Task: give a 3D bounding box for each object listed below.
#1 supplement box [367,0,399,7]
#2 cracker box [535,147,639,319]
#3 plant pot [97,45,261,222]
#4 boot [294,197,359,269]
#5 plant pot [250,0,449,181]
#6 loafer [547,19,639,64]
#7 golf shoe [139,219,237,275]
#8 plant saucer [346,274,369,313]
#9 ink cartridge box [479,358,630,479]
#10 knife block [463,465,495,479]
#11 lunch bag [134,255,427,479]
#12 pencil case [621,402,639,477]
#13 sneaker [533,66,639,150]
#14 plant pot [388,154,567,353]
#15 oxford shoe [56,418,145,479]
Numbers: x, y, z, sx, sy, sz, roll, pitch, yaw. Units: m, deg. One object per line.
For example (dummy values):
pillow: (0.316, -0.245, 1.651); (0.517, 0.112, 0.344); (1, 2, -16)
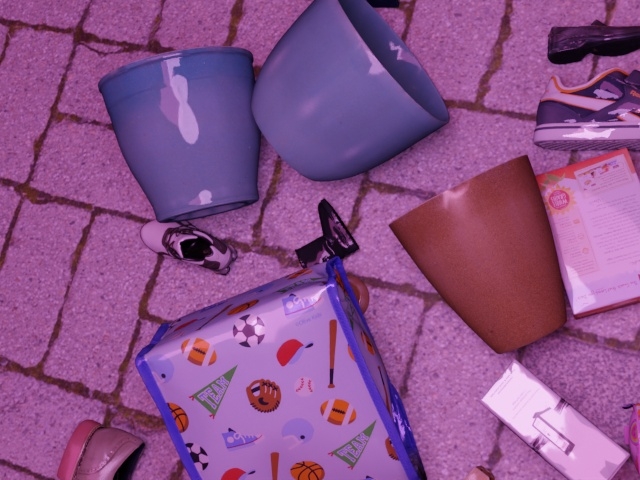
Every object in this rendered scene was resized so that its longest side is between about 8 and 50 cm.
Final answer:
supplement box: (0.111, -0.473, 1.581); (0.056, 0.083, 0.083); (5, 77, 17)
cracker box: (0.437, -0.009, 1.380); (0.156, 0.067, 0.232); (-17, 72, 13)
plant pot: (-0.222, -0.169, 1.529); (0.272, 0.271, 0.255); (-13, 89, 14)
boot: (0.000, 0.000, 1.524); (0.099, 0.045, 0.121); (-35, 71, 9)
plant pot: (0.029, -0.237, 1.454); (0.235, 0.293, 0.293); (-38, 69, 21)
loafer: (0.459, -0.338, 1.457); (0.170, 0.062, 0.061); (-4, 71, 15)
golf shoe: (-0.246, -0.001, 1.572); (0.198, 0.094, 0.077); (16, 83, 21)
plant saucer: (0.041, 0.098, 1.502); (0.083, 0.015, 0.083); (-4, 76, 16)
ink cartridge box: (0.342, 0.277, 1.297); (0.203, 0.148, 0.086); (40, 89, 20)
knife block: (0.159, 0.490, 1.332); (0.242, 0.088, 0.275); (-9, 75, 14)
lunch bag: (-0.047, 0.264, 1.367); (0.328, 0.239, 0.385); (-23, 99, 9)
pencil case: (0.577, 0.279, 1.240); (0.284, 0.124, 0.124); (-6, 75, 16)
sneaker: (0.499, -0.203, 1.377); (0.321, 0.126, 0.127); (6, 84, 20)
plant pot: (0.266, 0.035, 1.358); (0.237, 0.237, 0.254); (-27, 86, 9)
oxford shoe: (-0.388, 0.485, 1.485); (0.130, 0.123, 0.348); (10, 81, 13)
